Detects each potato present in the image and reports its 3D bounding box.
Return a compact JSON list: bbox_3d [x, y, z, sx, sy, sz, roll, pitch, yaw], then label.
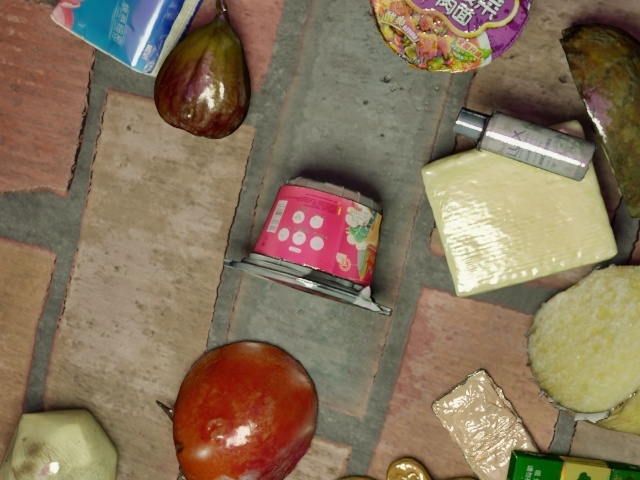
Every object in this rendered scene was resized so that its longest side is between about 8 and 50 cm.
[{"bbox_3d":[0.522,0.210,1.212,0.237,0.289,0.301,37,108,-29],"label":"potato"}]

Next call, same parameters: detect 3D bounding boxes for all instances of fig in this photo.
[{"bbox_3d":[-0.194,-0.320,1.313,0.170,0.145,0.274,17,113,7],"label":"fig"}]

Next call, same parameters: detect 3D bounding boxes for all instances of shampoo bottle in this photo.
[{"bbox_3d":[0.314,-0.154,1.173,0.214,0.072,0.072,21,99,13],"label":"shampoo bottle"}]

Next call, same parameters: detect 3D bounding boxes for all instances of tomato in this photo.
[{"bbox_3d":[-0.151,0.346,1.371,0.309,0.170,0.309,1,98,11],"label":"tomato"}]

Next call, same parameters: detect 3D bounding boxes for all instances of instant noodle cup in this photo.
[{"bbox_3d":[0.000,0.000,1.284,0.302,0.258,0.182,17,85,2],"label":"instant noodle cup"},{"bbox_3d":[0.212,-0.387,1.216,0.251,0.190,0.251,1,97,11],"label":"instant noodle cup"}]

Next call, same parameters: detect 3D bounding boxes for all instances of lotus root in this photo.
[{"bbox_3d":[0.499,-0.210,1.199,0.142,0.210,0.314,-22,105,23],"label":"lotus root"}]

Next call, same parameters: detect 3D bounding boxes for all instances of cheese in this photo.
[{"bbox_3d":[0.327,-0.051,1.265,0.265,0.124,0.243,-16,93,11],"label":"cheese"}]

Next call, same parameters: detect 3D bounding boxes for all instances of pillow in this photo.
[{"bbox_3d":[0.308,0.357,1.356,0.126,0.043,0.232,-34,87,7],"label":"pillow"}]

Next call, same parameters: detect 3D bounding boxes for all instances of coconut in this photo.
[{"bbox_3d":[-0.504,0.420,1.433,0.224,0.224,0.224,1,96,10],"label":"coconut"}]

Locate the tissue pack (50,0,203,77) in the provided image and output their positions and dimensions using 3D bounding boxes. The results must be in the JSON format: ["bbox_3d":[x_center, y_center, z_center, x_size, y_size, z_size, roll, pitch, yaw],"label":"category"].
[{"bbox_3d":[-0.321,-0.454,1.333,0.209,0.137,0.270,33,100,4],"label":"tissue pack"}]

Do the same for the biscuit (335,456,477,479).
[{"bbox_3d":[0.141,0.536,1.388,0.354,0.052,0.275,-5,98,14],"label":"biscuit"}]

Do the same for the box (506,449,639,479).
[{"bbox_3d":[0.442,0.447,1.321,0.235,0.034,0.132,8,97,-3],"label":"box"}]
